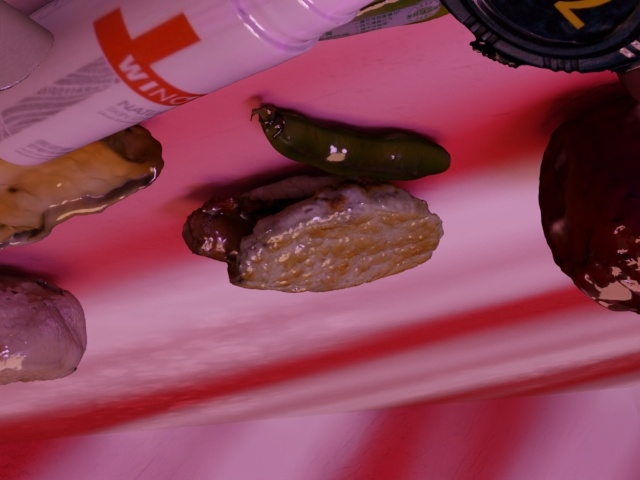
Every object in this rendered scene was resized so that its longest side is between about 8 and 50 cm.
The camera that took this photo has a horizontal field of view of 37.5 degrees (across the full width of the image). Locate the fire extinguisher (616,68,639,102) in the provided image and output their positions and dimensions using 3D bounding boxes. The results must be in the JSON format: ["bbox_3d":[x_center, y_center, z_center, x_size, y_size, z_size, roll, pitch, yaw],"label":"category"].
[{"bbox_3d":[0.268,-0.166,0.724,0.105,0.104,0.269,-18,158,23],"label":"fire extinguisher"}]

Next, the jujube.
[{"bbox_3d":[0.404,-0.025,0.966,0.377,0.258,0.258,1,159,-13],"label":"jujube"}]

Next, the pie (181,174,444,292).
[{"bbox_3d":[0.009,-0.001,1.060,0.257,0.105,0.274,-12,162,18],"label":"pie"}]

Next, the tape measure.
[{"bbox_3d":[0.143,-0.189,0.530,0.199,0.112,0.186,40,147,-13],"label":"tape measure"}]

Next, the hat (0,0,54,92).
[{"bbox_3d":[-0.230,-0.143,0.523,0.166,0.122,0.081,30,128,-20],"label":"hat"}]

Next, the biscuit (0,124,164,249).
[{"bbox_3d":[-0.307,-0.053,0.828,0.335,0.078,0.329,-5,158,-12],"label":"biscuit"}]

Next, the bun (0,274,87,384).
[{"bbox_3d":[-0.408,0.107,1.133,0.239,0.141,0.239,-7,167,-2],"label":"bun"}]

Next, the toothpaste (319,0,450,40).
[{"bbox_3d":[-0.007,-0.163,0.694,0.248,0.046,0.078,-12,165,2],"label":"toothpaste"}]

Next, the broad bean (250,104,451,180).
[{"bbox_3d":[0.032,-0.089,0.917,0.255,0.046,0.065,8,142,-38],"label":"broad bean"}]

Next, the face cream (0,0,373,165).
[{"bbox_3d":[-0.093,-0.135,0.590,0.346,0.101,0.102,-15,162,38],"label":"face cream"}]
